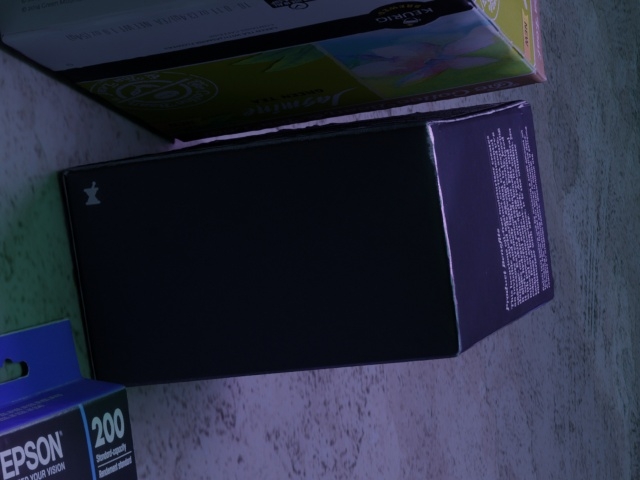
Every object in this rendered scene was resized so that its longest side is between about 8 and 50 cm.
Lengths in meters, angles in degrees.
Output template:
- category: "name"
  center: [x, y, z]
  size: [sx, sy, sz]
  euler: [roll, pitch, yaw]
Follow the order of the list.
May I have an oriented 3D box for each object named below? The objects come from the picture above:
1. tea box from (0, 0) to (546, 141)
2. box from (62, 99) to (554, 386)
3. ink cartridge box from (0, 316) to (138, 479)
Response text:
- category: "tea box"
  center: [-0.030, -0.235, 1.519]
  size: [0.323, 0.329, 0.220]
  euler: [25, 59, -66]
- category: "box"
  center: [0.000, 0.000, 1.572]
  size: [0.294, 0.296, 0.182]
  euler: [-16, 99, -69]
- category: "ink cartridge box"
  center: [-0.188, 0.163, 1.370]
  size: [0.206, 0.045, 0.208]
  euler: [-16, 97, -69]
